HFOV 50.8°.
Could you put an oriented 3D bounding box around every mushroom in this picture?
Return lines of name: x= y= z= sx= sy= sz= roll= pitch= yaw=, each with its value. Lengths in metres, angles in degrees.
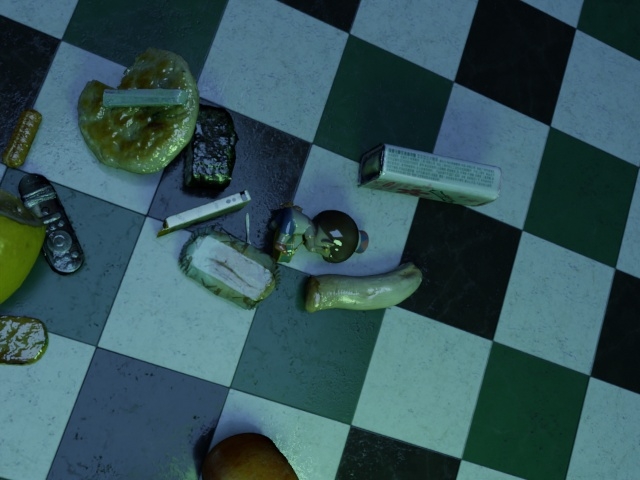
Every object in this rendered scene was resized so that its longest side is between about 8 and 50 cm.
mushroom: x=0.120 y=0.132 z=1.856 sx=0.351 sy=0.095 sz=0.122 roll=-7 pitch=69 yaw=-19

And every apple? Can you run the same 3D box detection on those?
apple: x=-0.167 y=0.599 z=1.655 sx=0.254 sy=0.253 sz=0.253 roll=2 pitch=84 yaw=-16

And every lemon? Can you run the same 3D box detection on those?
lemon: x=-0.813 y=0.022 z=1.468 sx=0.364 sy=0.364 sz=0.364 roll=2 pitch=84 yaw=-16

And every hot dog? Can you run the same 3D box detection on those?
hot dog: x=-0.236 y=0.072 z=1.761 sx=0.270 sy=0.082 sz=0.162 roll=30 pitch=77 yaw=-8

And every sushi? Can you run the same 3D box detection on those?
sushi: x=-0.285 y=-0.239 z=1.755 sx=0.127 sy=0.124 sz=0.225 roll=4 pitch=77 yaw=-20

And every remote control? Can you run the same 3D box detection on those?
remote control: x=-0.665 y=-0.037 z=1.660 sx=0.090 sy=0.066 sz=0.265 roll=-23 pitch=87 yaw=-31

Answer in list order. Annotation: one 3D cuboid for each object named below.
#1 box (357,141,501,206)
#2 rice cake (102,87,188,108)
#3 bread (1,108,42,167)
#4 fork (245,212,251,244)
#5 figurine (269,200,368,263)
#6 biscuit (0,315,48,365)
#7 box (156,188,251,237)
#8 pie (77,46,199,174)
box: x=0.297 y=-0.178 z=1.890 sx=0.370 sy=0.190 sz=0.112 roll=7 pitch=82 yaw=-15
rice cake: x=-0.424 y=-0.345 z=1.632 sx=0.211 sy=0.034 sz=0.043 roll=1 pitch=88 yaw=9
bread: x=-0.736 y=-0.253 z=1.663 sx=0.052 sy=0.044 sz=0.157 roll=20 pitch=78 yaw=-8
fork: x=-0.196 y=-0.017 z=1.817 sx=0.016 sy=0.012 sz=0.115 roll=2 pitch=83 yaw=-23
figurine: x=0.002 y=-0.008 z=1.812 sx=0.276 sy=0.161 sz=0.158 roll=6 pitch=123 yaw=-14
biscuit: x=-0.781 y=0.237 z=1.609 sx=0.247 sy=0.029 sz=0.118 roll=6 pitch=76 yaw=-16
box: x=-0.304 y=-0.069 z=1.729 sx=0.247 sy=0.129 sz=0.033 roll=-21 pitch=90 yaw=-18
pie: x=-0.447 y=-0.324 z=1.688 sx=0.338 sy=0.075 sz=0.337 roll=-2 pitch=81 yaw=10
